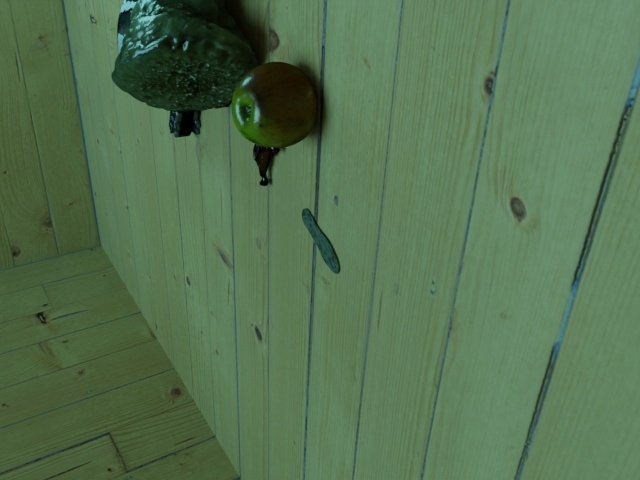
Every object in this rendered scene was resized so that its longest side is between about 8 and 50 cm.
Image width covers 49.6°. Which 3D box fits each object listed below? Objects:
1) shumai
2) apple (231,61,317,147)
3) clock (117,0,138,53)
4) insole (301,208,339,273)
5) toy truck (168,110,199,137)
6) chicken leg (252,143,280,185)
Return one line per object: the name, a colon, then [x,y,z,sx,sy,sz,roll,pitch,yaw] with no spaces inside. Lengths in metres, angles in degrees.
shumai: [-0.350,-0.536,1.787,0.398,0.324,0.323,-18,70,44]
apple: [-0.106,-0.301,1.555,0.196,0.196,0.195,38,137,49]
clock: [-0.475,-0.570,1.997,0.066,0.319,0.318,4,114,16]
insole: [0.000,0.000,1.703,0.193,0.006,0.065,59,150,27]
toy truck: [-0.437,-0.410,2.220,0.092,0.083,0.192,65,153,28]
chicken leg: [-0.144,-0.230,1.804,0.089,0.048,0.219,65,152,23]
